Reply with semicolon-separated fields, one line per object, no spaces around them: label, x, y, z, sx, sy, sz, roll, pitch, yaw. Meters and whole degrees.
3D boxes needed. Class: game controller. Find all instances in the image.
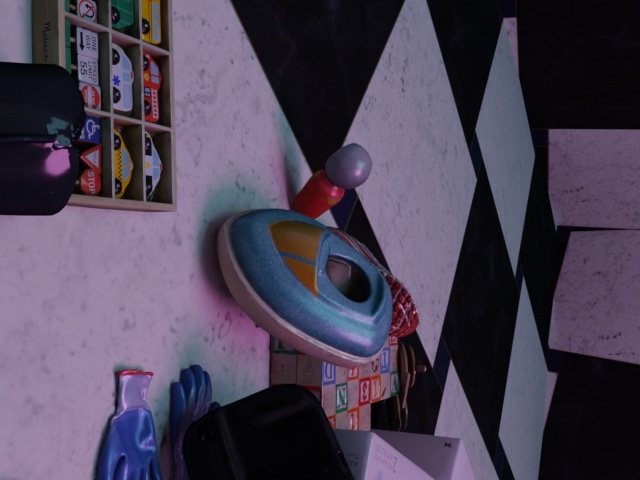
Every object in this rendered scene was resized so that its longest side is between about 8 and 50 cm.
game controller;-0.031;0.307;0.749;0.067;0.166;0.319;97;-28;-56

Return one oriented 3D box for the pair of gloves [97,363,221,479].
pair of gloves;-0.172;0.221;0.805;0.198;0.023;0.159;17;74;-61

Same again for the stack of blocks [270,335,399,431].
stack of blocks;0.032;0.215;1.133;0.297;0.087;0.171;9;81;-63

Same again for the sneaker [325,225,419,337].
sneaker;0.075;0.057;1.138;0.225;0.088;0.092;48;19;3

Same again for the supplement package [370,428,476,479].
supplement package;0.158;0.490;1.239;0.199;0.198;0.263;-63;141;-42

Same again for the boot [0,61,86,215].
boot;-0.281;-0.130;0.533;0.207;0.094;0.247;-17;111;-58

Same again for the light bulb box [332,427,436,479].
light bulb box;0.002;0.458;0.908;0.358;0.225;0.361;48;46;-51

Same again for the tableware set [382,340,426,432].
tableware set;0.152;0.268;1.293;0.128;0.039;0.194;-102;-166;-56

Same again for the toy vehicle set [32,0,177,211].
toy vehicle set;-0.216;-0.165;0.730;0.166;0.035;0.267;0;88;-63

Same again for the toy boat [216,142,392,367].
toy boat;0.000;0.000;0.966;0.267;0.148;0.318;32;41;-21
